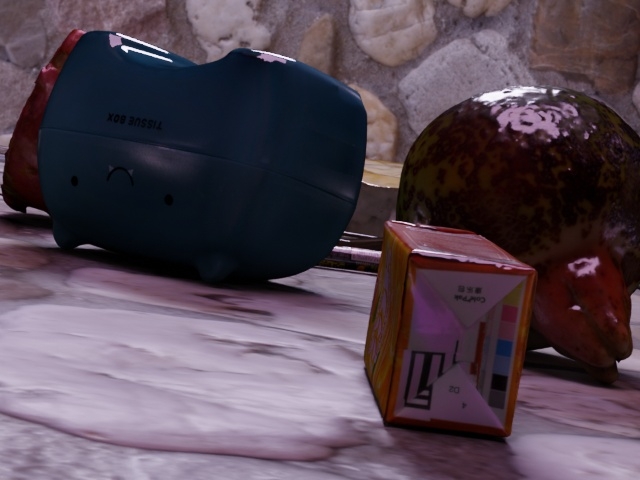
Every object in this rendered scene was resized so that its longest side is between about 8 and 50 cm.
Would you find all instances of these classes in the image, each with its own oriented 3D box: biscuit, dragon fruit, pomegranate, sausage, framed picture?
[{"bbox_3d":[0.119,-0.042,2.326,0.429,0.104,0.446,10,7,10],"label":"biscuit"},{"bbox_3d":[-0.225,-0.075,1.825,0.211,0.134,0.262,22,-31,3],"label":"dragon fruit"},{"bbox_3d":[0.161,0.006,1.260,0.214,0.214,0.248,7,38,-26],"label":"pomegranate"},{"bbox_3d":[0.041,0.021,1.799,0.198,0.025,0.028,7,36,-11],"label":"sausage"},{"bbox_3d":[0.000,0.000,2.017,0.128,0.023,0.168,10,4,19],"label":"framed picture"}]

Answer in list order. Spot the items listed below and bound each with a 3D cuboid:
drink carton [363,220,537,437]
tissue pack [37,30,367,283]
[{"bbox_3d":[0.069,0.046,1.005,0.071,0.096,0.223,8,5,-3],"label":"drink carton"},{"bbox_3d":[-0.112,-0.067,1.561,0.287,0.206,0.198,13,-3,34],"label":"tissue pack"}]
